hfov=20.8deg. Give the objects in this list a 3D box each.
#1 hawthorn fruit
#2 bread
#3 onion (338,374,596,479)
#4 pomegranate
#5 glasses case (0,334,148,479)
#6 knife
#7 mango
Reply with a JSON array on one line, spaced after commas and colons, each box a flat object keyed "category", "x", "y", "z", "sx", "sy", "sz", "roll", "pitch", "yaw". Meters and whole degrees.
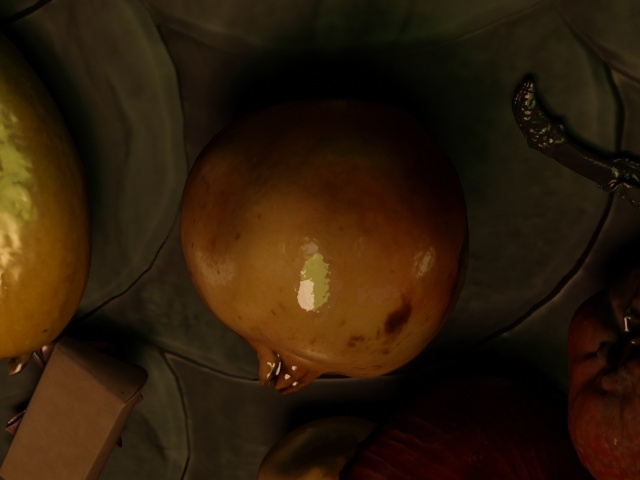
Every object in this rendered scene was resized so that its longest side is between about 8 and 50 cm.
[{"category": "hawthorn fruit", "x": 0.311, "y": 0.119, "z": 1.287, "sx": 0.262, "sy": 0.210, "sz": 0.210, "roll": 31, "pitch": 127, "yaw": -30}, {"category": "bread", "x": 0.010, "y": 0.273, "z": 1.508, "sx": 0.142, "sy": 0.091, "sz": 0.305, "roll": -29, "pitch": 136, "yaw": -26}, {"category": "onion", "x": 0.121, "y": 0.224, "z": 1.372, "sx": 0.248, "sy": 0.248, "sz": 0.161, "roll": 26, "pitch": 163, "yaw": -16}, {"category": "pomegranate", "x": 0.002, "y": -0.005, "z": 1.204, "sx": 0.209, "sy": 0.209, "sz": 0.209, "roll": 3, "pitch": 131, "yaw": 3}, {"category": "glasses case", "x": -0.207, "y": 0.142, "z": 1.452, "sx": 0.102, "sy": 0.070, "sz": 0.193, "roll": 38, "pitch": 132, "yaw": 10}, {"category": "knife", "x": 0.219, "y": -0.044, "z": 1.267, "sx": 0.222, "sy": 0.021, "sz": 0.045, "roll": 32, "pitch": 124, "yaw": -20}, {"category": "mango", "x": -0.255, "y": -0.032, "z": 1.268, "sx": 0.176, "sy": 0.119, "sz": 0.317, "roll": 3, "pitch": 123, "yaw": 6}]
